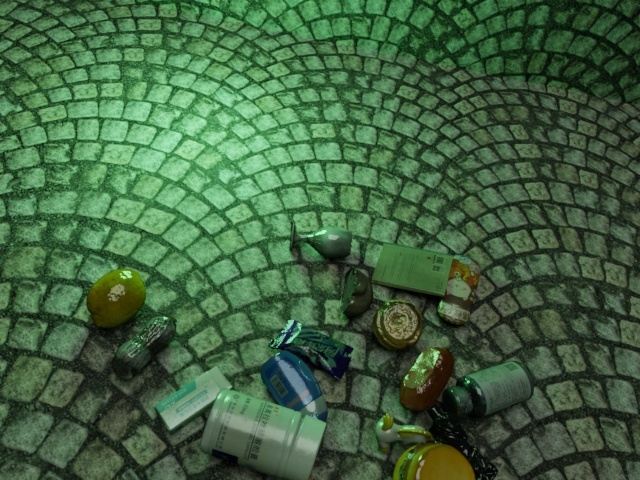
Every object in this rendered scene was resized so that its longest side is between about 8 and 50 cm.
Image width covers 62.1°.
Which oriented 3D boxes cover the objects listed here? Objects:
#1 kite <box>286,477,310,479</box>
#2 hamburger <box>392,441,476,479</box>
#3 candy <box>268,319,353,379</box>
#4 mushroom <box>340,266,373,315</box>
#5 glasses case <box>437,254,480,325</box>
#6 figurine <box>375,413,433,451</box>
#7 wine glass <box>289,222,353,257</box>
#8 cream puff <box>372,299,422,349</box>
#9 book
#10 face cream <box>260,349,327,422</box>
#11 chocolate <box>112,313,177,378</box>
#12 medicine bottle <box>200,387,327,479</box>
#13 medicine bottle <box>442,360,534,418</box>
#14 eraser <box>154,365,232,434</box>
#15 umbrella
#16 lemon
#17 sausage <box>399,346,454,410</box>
[{"bbox_3d":[-0.074,0.741,1.552,0.125,0.008,0.222,-7,55,-13],"label":"kite"},{"bbox_3d":[0.322,0.710,1.543,0.246,0.170,0.246,8,71,-24],"label":"hamburger"},{"bbox_3d":[-0.028,0.364,1.810,0.275,0.070,0.145,22,45,11],"label":"candy"},{"bbox_3d":[0.136,0.192,1.932,0.117,0.141,0.188,22,52,-23],"label":"mushroom"},{"bbox_3d":[0.533,0.187,2.041,0.122,0.082,0.321,22,53,5],"label":"glasses case"},{"bbox_3d":[0.257,0.601,1.642,0.178,0.129,0.109,16,49,2],"label":"figurine"},{"bbox_3d":[0.000,0.000,2.054,0.241,0.126,0.126,6,52,-3],"label":"wine glass"},{"bbox_3d":[0.268,0.298,1.877,0.189,0.129,0.189,3,62,-6],"label":"cream puff"},{"bbox_3d":[0.359,0.107,2.062,0.283,0.025,0.214,12,50,17],"label":"book"},{"bbox_3d":[-0.075,0.481,1.691,0.149,0.083,0.264,-35,68,-9],"label":"face cream"},{"bbox_3d":[-0.562,0.336,1.700,0.110,0.110,0.248,32,51,14],"label":"chocolate"},{"bbox_3d":[-0.161,0.570,1.545,0.332,0.190,0.190,17,52,3],"label":"medicine bottle"},{"bbox_3d":[0.551,0.501,1.762,0.293,0.141,0.141,-10,56,-22],"label":"medicine bottle"},{"bbox_3d":[-0.391,0.494,1.647,0.225,0.052,0.095,-31,62,-28],"label":"eraser"},{"bbox_3d":[0.427,0.638,1.658,0.110,0.122,0.272,-36,74,-8],"label":"umbrella"},{"bbox_3d":[-0.674,0.189,1.754,0.170,0.170,0.207,38,61,17],"label":"lemon"},{"bbox_3d":[0.357,0.461,1.771,0.133,0.133,0.258,35,57,15],"label":"sausage"}]
